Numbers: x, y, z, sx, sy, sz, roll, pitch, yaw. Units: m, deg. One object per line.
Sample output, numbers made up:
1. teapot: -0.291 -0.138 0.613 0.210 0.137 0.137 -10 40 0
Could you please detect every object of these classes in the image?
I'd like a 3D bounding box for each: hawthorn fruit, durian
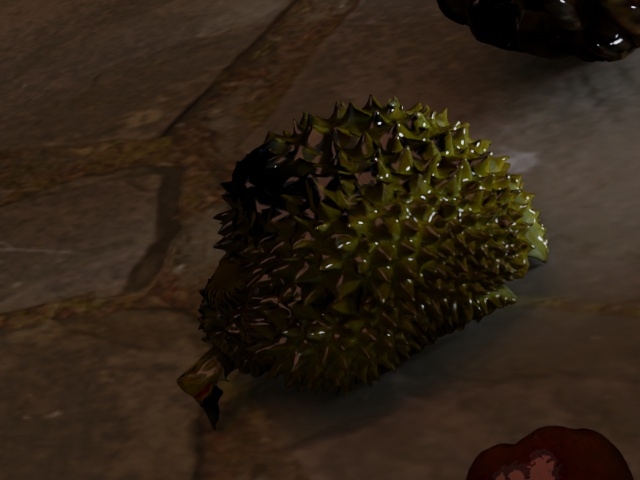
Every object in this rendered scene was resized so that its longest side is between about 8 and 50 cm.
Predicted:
1. hawthorn fruit: 0.108 0.136 0.788 0.081 0.081 0.093 -23 62 18
2. durian: 0.000 0.000 1.006 0.237 0.137 0.193 -35 31 -1

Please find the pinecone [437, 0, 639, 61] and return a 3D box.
1. pinecone: 0.163 -0.219 1.087 0.257 0.243 0.243 -47 15 45
